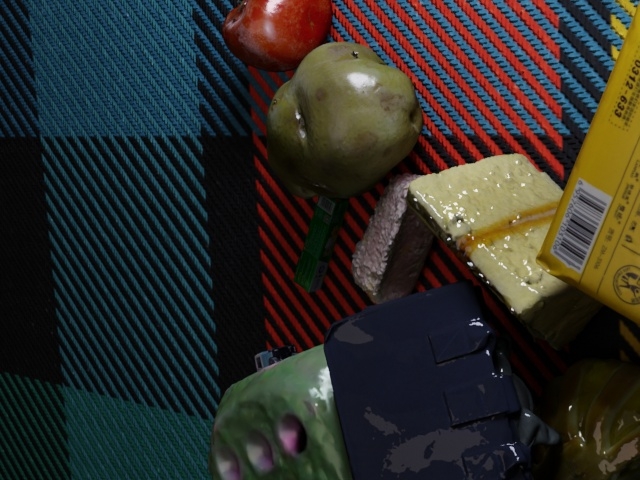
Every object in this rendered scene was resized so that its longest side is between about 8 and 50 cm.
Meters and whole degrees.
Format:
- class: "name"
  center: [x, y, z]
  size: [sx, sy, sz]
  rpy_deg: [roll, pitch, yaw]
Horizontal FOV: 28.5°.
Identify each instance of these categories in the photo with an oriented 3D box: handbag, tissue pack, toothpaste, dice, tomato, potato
- class: "handbag"
  center: [0.164, 0.230, 1.663]
  size: [0.269, 0.118, 0.326]
  rpy_deg: [-18, 71, 17]
- class: "tissue pack"
  center: [0.466, -0.085, 1.480]
  size: [0.293, 0.228, 0.382]
  rpy_deg: [33, 119, 31]
- class: "toothpaste"
  center: [0.000, 0.000, 2.100]
  size: [0.043, 0.037, 0.178]
  rpy_deg: [34, 121, 31]
- class: "dice"
  center: [0.041, 0.323, 1.918]
  size: [0.322, 0.330, 0.318]
  rpy_deg: [-32, 74, 45]
- class: "tomato"
  center: [-0.066, -0.353, 2.023]
  size: [0.187, 0.151, 0.187]
  rpy_deg: [-52, 21, 29]
- class: "potato"
  center: [0.022, -0.171, 1.940]
  size: [0.218, 0.202, 0.351]
  rpy_deg: [58, 146, 4]

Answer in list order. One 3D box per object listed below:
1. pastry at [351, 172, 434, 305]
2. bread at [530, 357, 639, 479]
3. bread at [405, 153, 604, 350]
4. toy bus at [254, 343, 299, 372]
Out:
- class: "pastry"
  center: [0.126, -0.017, 1.924]
  size: [0.112, 0.103, 0.265]
  rpy_deg: [53, 132, 30]
- class: "bread"
  center: [0.381, 0.325, 1.701]
  size: [0.333, 0.160, 0.333]
  rpy_deg: [9, 102, 46]
- class: "bread"
  center: [0.239, 0.031, 1.726]
  size: [0.263, 0.236, 0.198]
  rpy_deg: [48, 127, 28]
- class: "toy bus"
  center: [-0.071, 0.249, 2.204]
  size: [0.075, 0.060, 0.123]
  rpy_deg: [-18, 84, 50]
